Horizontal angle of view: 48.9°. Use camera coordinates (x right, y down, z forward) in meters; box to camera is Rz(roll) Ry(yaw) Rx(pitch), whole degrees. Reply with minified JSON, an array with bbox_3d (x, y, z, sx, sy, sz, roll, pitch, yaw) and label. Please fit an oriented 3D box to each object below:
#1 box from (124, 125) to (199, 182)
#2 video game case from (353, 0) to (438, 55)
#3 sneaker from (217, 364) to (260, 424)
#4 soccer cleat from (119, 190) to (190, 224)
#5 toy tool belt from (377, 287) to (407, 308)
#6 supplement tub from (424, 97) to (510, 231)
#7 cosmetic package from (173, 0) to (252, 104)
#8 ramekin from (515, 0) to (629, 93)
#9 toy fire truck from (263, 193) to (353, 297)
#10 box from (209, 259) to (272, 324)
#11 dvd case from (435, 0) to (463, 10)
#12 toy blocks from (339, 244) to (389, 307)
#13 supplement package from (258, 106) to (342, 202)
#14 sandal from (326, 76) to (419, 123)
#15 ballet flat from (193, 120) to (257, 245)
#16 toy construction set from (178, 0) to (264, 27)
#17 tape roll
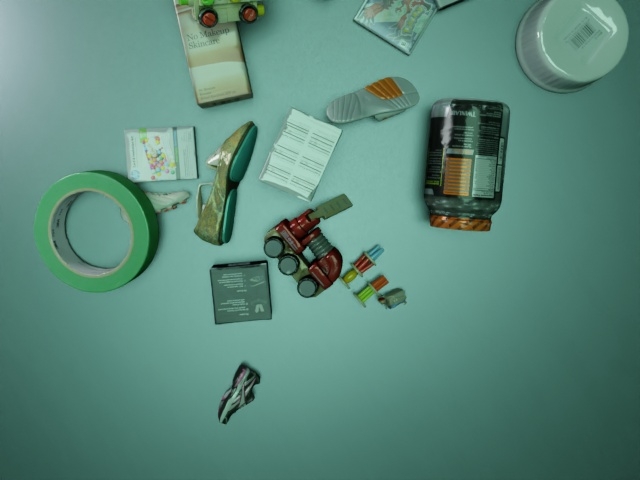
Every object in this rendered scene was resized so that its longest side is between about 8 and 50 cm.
[{"bbox_3d":[-0.430,-0.234,1.912,0.186,0.038,0.145,-3,95,-1],"label":"box"},{"bbox_3d":[0.217,-0.637,1.912,0.183,0.023,0.201,31,94,-5],"label":"video game case"},{"bbox_3d":[-0.225,0.443,1.974,0.077,0.072,0.178,26,99,-16],"label":"sneaker"},{"bbox_3d":[-0.453,-0.106,1.910,0.196,0.068,0.076,-19,93,2],"label":"soccer cleat"},{"bbox_3d":[0.204,0.172,1.973,0.083,0.052,0.051,-23,109,-21],"label":"toy tool belt"},{"bbox_3d":[0.385,-0.199,1.871,0.207,0.207,0.337,4,96,-3],"label":"supplement tub"},{"bbox_3d":[-0.280,-0.510,1.846,0.153,0.129,0.296,-14,96,-2],"label":"cosmetic package"},{"bbox_3d":[0.680,-0.542,1.888,0.277,0.135,0.277,0,95,-3],"label":"ramekin"},{"bbox_3d":[0.000,0.000,1.915,0.246,0.158,0.217,-38,96,12],"label":"toy fire truck"},{"bbox_3d":[-0.216,0.141,1.930,0.156,0.093,0.158,-5,95,-3],"label":"box"},{"bbox_3d":[0.352,-0.769,1.893,0.180,0.022,0.253,-24,93,-5],"label":"dvd case"},{"bbox_3d":[0.140,0.095,1.963,0.148,0.054,0.123,-41,95,1],"label":"toy blocks"},{"bbox_3d":[-0.053,-0.222,1.852,0.149,0.194,0.203,24,94,-4],"label":"supplement package"},{"bbox_3d":[0.135,-0.367,1.906,0.265,0.076,0.102,-18,74,-13],"label":"sandal"},{"bbox_3d":[-0.266,-0.161,1.895,0.123,0.123,0.348,14,95,-4],"label":"ballet flat"},{"bbox_3d":[-0.231,-0.636,1.699,0.328,0.151,0.215,-5,119,-7],"label":"toy construction set"},{"bbox_3d":[-0.594,-0.024,1.872,0.321,0.077,0.321,1,100,8],"label":"tape roll"}]
